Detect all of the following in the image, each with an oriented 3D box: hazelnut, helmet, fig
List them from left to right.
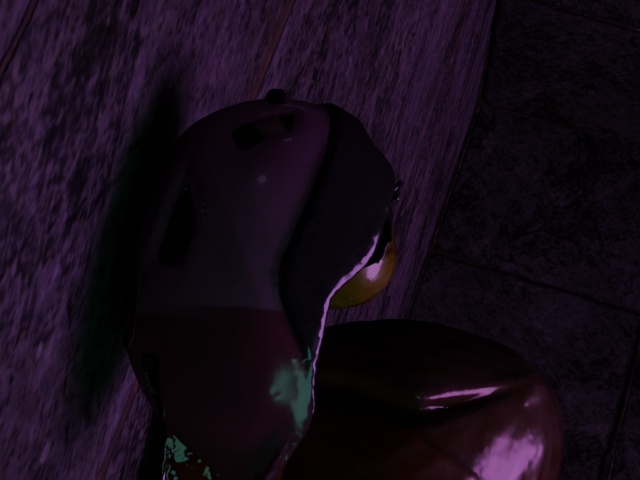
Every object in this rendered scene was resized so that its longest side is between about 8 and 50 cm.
[{"bbox_3d":[-0.056,0.021,1.130,0.253,0.154,0.198,-56,-164,9],"label":"helmet"},{"bbox_3d":[0.010,-0.004,1.673,0.120,0.136,0.153,-39,130,-10],"label":"fig"},{"bbox_3d":[0.083,0.241,1.899,0.409,0.359,0.359,4,103,-66],"label":"hazelnut"}]

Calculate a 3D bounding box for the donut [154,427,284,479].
[{"bbox_3d":[-0.089,0.228,1.496,0.295,0.112,0.151,92,14,-60],"label":"donut"}]
